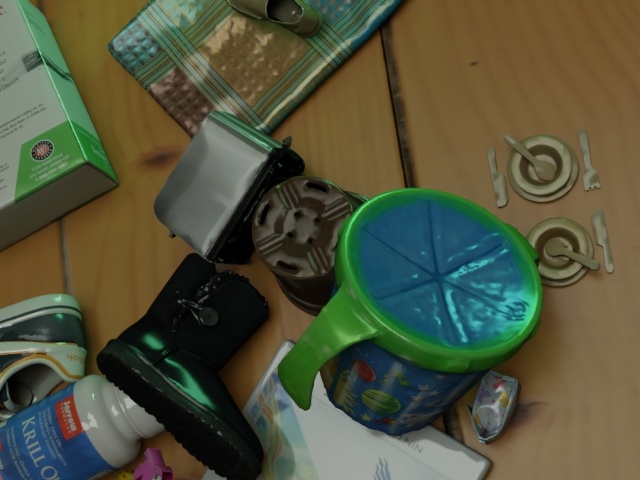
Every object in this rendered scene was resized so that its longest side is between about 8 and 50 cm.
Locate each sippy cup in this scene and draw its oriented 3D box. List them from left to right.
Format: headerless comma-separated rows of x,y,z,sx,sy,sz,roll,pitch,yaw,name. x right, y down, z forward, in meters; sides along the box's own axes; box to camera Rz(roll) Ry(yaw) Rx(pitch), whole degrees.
0.102,0.098,1.456,0.305,0.224,0.240,10,48,-13,sippy cup

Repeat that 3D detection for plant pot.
0.000,0.000,1.559,0.167,0.165,0.167,-3,76,13,plant pot

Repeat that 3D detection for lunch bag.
0.201,0.198,1.510,0.053,0.071,0.083,16,83,16,lunch bag

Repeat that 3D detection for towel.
-0.080,-0.305,1.715,0.370,0.040,0.271,-44,70,2,towel

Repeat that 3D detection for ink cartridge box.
-0.431,-0.163,1.730,0.211,0.121,0.289,-28,72,7,ink cartridge box

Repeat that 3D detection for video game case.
-0.002,0.332,1.552,0.300,0.036,0.329,29,87,19,video game case

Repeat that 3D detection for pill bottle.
-0.303,0.243,1.605,0.221,0.124,0.124,-29,72,7,pill bottle

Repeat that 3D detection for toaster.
-0.106,-0.067,1.585,0.110,0.168,0.185,33,95,10,toaster

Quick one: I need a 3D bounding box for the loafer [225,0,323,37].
-0.065,-0.311,1.666,0.148,0.050,0.056,23,86,19,loafer

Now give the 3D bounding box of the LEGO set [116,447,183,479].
-0.232,0.319,1.582,0.227,0.087,0.093,-38,59,30,LEGO set

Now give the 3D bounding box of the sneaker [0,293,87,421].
-0.455,0.177,1.660,0.321,0.126,0.127,-20,68,8,sneaker

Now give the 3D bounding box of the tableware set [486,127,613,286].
0.279,-0.041,1.560,0.128,0.039,0.194,-12,75,12,tableware set

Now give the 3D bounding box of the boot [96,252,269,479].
-0.120,0.147,1.562,0.246,0.094,0.207,40,55,4,boot
